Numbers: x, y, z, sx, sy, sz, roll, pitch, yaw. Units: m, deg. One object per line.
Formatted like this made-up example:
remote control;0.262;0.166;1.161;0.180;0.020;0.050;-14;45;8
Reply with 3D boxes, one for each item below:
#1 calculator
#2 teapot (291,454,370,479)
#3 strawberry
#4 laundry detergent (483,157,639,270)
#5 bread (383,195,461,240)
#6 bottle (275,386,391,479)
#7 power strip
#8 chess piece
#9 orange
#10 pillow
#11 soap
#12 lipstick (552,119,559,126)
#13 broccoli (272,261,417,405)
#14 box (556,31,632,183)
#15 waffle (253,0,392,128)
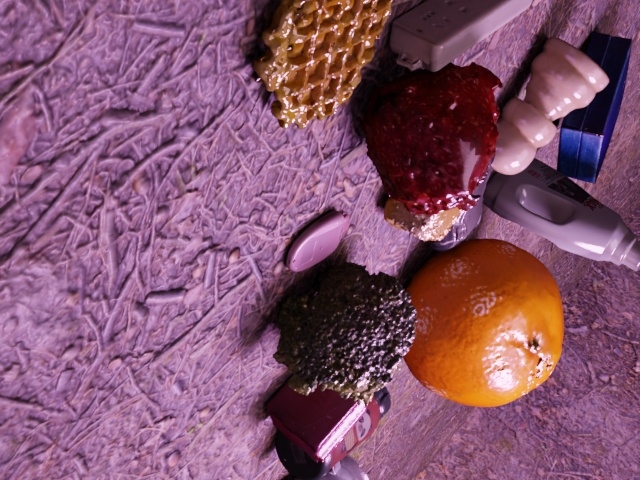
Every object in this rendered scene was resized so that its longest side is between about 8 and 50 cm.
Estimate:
calculator;0.000;0.000;1.542;0.166;0.024;0.103;-33;148;-38
teapot;-0.007;0.635;2.225;0.223;0.305;0.285;-27;-172;43
strawberry;0.174;-0.177;1.422;0.274;0.220;0.274;-157;-90;-77
laundry detergent;0.610;-0.051;2.138;0.264;0.397;0.125;-24;143;-49
bread;0.230;-0.115;1.695;0.174;0.121;0.246;-5;124;-60
bottle;0.044;0.425;2.052;0.336;0.144;0.144;-26;144;-52
power strip;0.239;-0.369;1.408;0.338;0.098;0.058;-38;148;-34
chess piece;0.466;-0.280;1.899;0.300;0.167;0.167;-50;157;8
orange;0.394;0.203;2.091;0.423;0.326;0.424;-12;115;-29
pillow;0.307;-0.100;1.895;0.161;0.092;0.335;-48;155;-28
soap;0.017;0.322;1.841;0.250;0.162;0.099;-46;149;-22
lipstick;0.544;-0.284;2.141;0.234;0.053;0.054;-19;138;-56
broccoli;0.048;0.183;1.640;0.288;0.235;0.260;11;116;-25
box;0.687;-0.328;2.185;0.261;0.116;0.279;58;50;-64
waffle;0.016;-0.280;1.169;0.281;0.060;0.262;-52;159;-2
